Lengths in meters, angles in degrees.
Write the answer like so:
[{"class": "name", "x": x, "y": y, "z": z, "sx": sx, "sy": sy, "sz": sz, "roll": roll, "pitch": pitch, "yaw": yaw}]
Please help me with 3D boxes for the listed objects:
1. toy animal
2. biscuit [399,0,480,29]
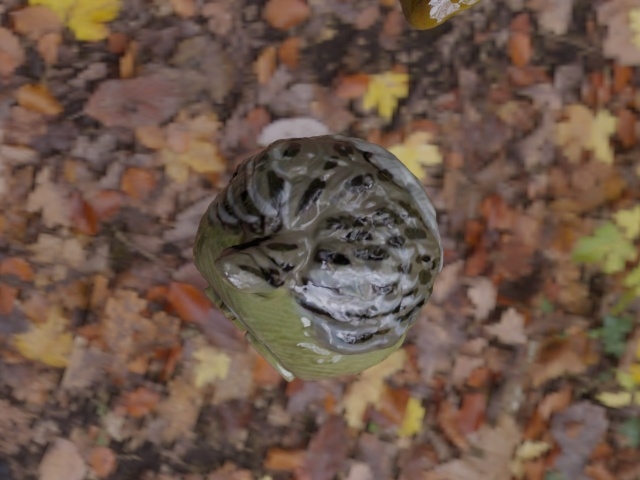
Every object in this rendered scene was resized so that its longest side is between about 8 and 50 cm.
[{"class": "toy animal", "x": 0.000, "y": 0.000, "z": 0.649, "sx": 0.098, "sy": 0.137, "sz": 0.098, "roll": -1, "pitch": 78, "yaw": 6}, {"class": "biscuit", "x": 0.105, "y": -0.218, "z": 0.937, "sx": 0.039, "sy": 0.174, "sz": 0.183, "roll": 40, "pitch": 29, "yaw": -44}]
